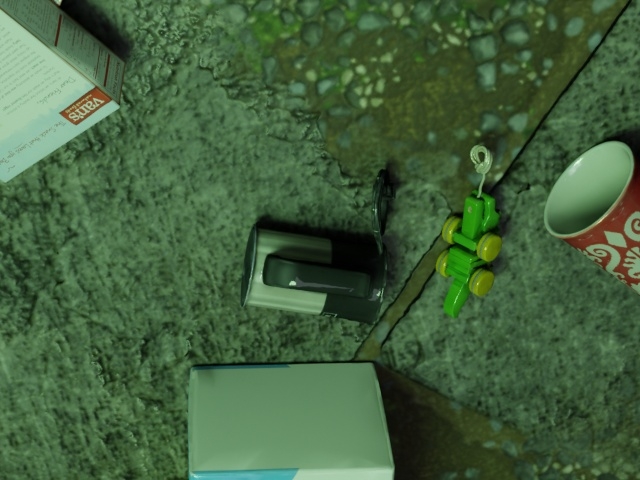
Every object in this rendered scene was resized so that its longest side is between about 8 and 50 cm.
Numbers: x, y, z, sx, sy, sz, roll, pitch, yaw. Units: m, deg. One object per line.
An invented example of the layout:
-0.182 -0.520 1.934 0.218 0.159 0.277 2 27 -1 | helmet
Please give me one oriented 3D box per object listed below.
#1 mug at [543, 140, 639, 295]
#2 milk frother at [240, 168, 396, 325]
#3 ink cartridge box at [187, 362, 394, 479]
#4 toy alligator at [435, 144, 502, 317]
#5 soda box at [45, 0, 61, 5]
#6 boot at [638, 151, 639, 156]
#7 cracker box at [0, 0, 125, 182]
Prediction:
0.325 -0.002 1.549 0.169 0.150 0.113 38 79 -25 | mug
0.000 0.000 1.556 0.134 0.129 0.143 8 73 -9 | milk frother
-0.036 0.291 1.632 0.198 0.197 0.270 0 118 -5 | ink cartridge box
0.159 -0.011 1.581 0.051 0.056 0.190 -18 126 -44 | toy alligator
-0.222 -0.303 1.389 0.058 0.063 0.183 21 113 -16 | soda box
0.376 -0.109 1.550 0.121 0.045 0.099 3 115 2 | boot
-0.308 -0.167 1.402 0.155 0.067 0.232 -29 130 28 | cracker box
